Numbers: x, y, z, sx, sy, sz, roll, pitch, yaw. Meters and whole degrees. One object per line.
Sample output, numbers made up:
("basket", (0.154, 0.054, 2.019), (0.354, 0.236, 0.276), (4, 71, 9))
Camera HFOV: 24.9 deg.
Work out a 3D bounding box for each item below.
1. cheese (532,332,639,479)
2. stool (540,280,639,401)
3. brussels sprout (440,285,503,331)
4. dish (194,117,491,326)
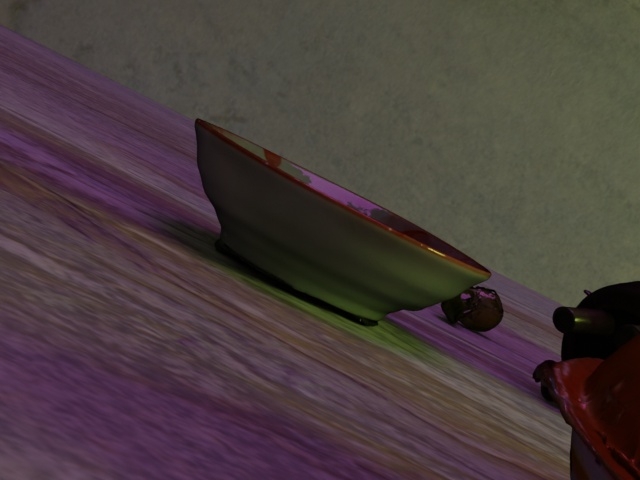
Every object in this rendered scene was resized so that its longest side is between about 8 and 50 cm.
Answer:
("cheese", (0.176, 0.119, 0.523), (0.217, 0.129, 0.329), (29, 16, -5))
("stool", (0.273, 0.116, 1.185), (0.121, 0.125, 0.217), (-7, 48, -48))
("brussels sprout", (0.150, 0.065, 1.456), (0.051, 0.046, 0.083), (21, 2, 36))
("dish", (0.000, 0.000, 1.136), (0.260, 0.085, 0.260), (28, 4, -2))
